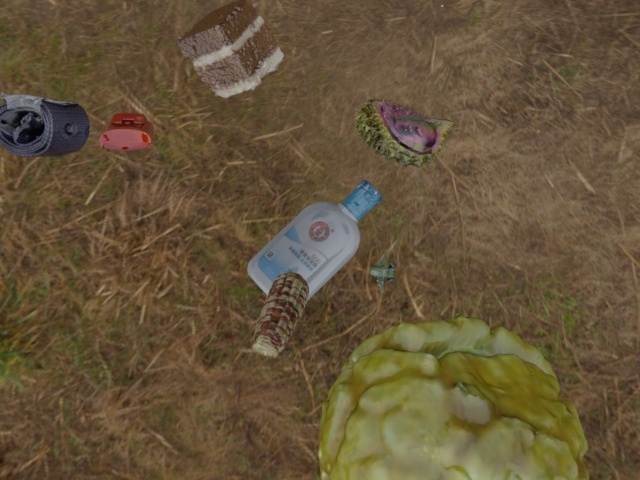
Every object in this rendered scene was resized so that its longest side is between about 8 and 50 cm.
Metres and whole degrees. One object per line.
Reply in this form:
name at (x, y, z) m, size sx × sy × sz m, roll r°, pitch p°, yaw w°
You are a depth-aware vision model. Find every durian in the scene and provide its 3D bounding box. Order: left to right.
durian at (0.146, -0.174, 1.261) m, size 0.186 × 0.108 × 0.119 m, roll 13°, pitch 137°, yaw -20°

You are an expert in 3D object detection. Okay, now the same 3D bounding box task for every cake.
cake at (-0.173, -0.371, 1.336) m, size 0.134 × 0.135 × 0.147 m, roll -3°, pitch 131°, yaw 39°

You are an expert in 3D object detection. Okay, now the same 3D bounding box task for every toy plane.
toy plane at (0.116, 0.058, 1.253) m, size 0.033 × 0.083 × 0.080 m, roll 8°, pitch 91°, yaw 29°

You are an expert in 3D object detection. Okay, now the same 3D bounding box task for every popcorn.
popcorn at (0.125, 0.214, 0.700) m, size 0.282 × 0.282 × 0.247 m, roll 40°, pitch 123°, yaw -5°

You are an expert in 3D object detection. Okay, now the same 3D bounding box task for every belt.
belt at (-0.610, -0.254, 1.514) m, size 0.230 × 0.126 × 0.140 m, roll 8°, pitch 101°, yaw 36°

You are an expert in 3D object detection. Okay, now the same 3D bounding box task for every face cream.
face cream at (0.000, 0.000, 1.528) m, size 0.336 × 0.080 × 0.163 m, roll -43°, pitch 68°, yaw -2°

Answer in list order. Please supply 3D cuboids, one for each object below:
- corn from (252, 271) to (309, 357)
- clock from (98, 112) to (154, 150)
corn at (-0.074, 0.133, 1.241) m, size 0.079 × 0.237 × 0.079 m, roll 5°, pitch 117°, yaw 10°
clock at (-0.436, -0.245, 1.549) m, size 0.113 × 0.155 × 0.061 m, roll -1°, pitch 111°, yaw -12°
